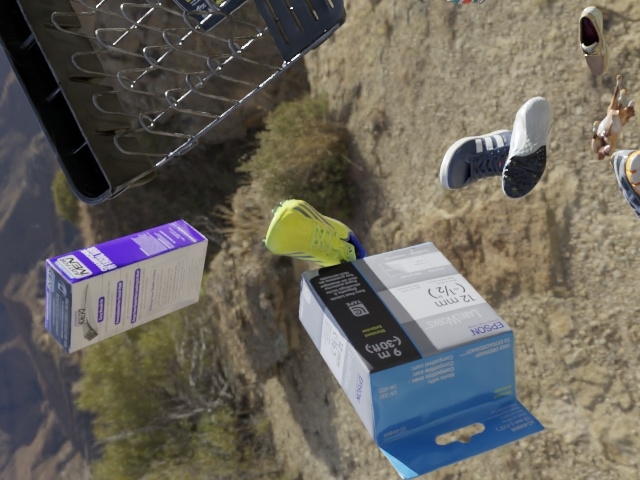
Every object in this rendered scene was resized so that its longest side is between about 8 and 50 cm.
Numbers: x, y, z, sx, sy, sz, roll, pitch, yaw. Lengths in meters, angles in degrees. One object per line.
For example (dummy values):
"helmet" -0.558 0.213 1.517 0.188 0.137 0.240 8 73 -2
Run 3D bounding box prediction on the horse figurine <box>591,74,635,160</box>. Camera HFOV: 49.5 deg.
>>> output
"horse figurine" 0.774 -0.306 1.846 0.066 0.263 0.174 18 155 28

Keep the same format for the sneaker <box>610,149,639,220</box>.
"sneaker" 0.594 -0.082 1.258 0.215 0.084 0.083 58 177 -25

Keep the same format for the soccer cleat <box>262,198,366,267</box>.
"soccer cleat" 0.001 -0.001 1.148 0.093 0.121 0.289 -65 -20 3

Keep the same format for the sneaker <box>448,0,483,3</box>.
"sneaker" 0.259 -0.497 1.229 0.057 0.075 0.161 -107 11 -51

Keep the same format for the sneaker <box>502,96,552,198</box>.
"sneaker" 0.443 -0.191 1.485 0.086 0.085 0.237 74 -146 -71

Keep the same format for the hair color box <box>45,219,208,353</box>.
"hair color box" -0.419 0.092 1.517 0.110 0.339 0.185 34 126 29

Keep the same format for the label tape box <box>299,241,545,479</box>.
"label tape box" 0.148 0.161 1.051 0.347 0.249 0.115 -128 34 -47

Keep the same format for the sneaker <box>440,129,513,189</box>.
"sneaker" 0.479 -0.222 1.910 0.148 0.350 0.131 24 130 42

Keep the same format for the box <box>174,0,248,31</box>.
"box" -0.160 -0.533 1.138 0.322 0.257 0.079 -30 42 24

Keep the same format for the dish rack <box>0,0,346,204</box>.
"dish rack" -0.119 -0.176 0.524 0.271 0.074 0.208 -30 86 29

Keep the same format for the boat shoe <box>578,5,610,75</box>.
"boat shoe" 0.519 -0.376 1.329 0.050 0.045 0.135 3 124 46
